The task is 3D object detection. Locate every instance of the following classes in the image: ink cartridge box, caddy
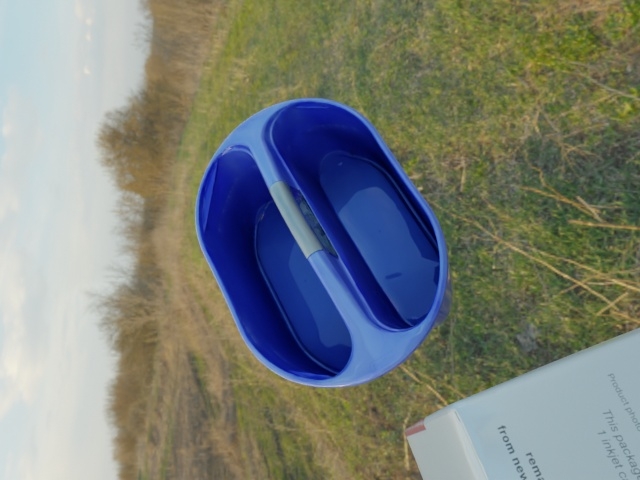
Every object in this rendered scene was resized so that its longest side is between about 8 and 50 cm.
[{"bbox_3d":[0.290,0.160,0.482,0.279,0.384,0.161,86,164,-67],"label":"ink cartridge box"},{"bbox_3d":[0.000,0.000,0.642,0.341,0.241,0.179,60,-171,25],"label":"caddy"}]
